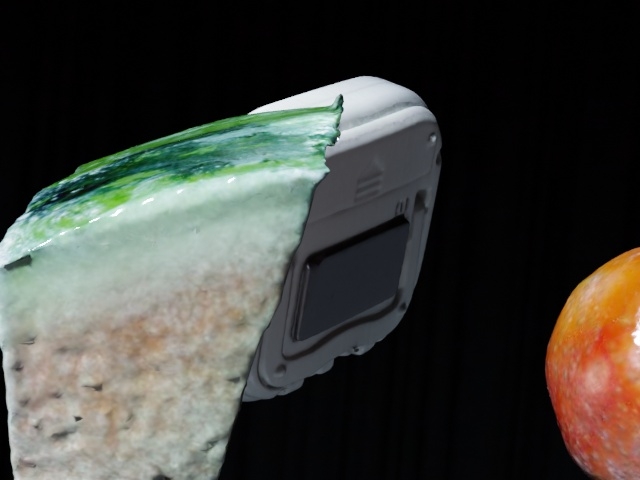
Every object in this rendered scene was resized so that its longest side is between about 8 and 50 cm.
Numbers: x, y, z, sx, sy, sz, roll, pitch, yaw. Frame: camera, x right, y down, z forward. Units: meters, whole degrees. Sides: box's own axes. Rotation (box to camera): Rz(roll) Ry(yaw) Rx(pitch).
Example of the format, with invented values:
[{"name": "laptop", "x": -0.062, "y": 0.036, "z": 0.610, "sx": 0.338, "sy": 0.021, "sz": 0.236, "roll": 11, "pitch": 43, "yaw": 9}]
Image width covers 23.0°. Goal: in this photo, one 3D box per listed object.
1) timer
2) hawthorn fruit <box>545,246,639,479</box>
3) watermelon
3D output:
[{"name": "timer", "x": 0.000, "y": 0.000, "z": 1.230, "sx": 0.087, "sy": 0.237, "sz": 0.262, "roll": 24, "pitch": 29, "yaw": 31}, {"name": "hawthorn fruit", "x": 0.233, "y": 0.084, "z": 1.019, "sx": 0.173, "sy": 0.173, "sz": 0.173, "roll": 5, "pitch": -2, "yaw": 0}, {"name": "watermelon", "x": -0.102, "y": 0.042, "z": 0.899, "sx": 0.151, "sy": 0.302, "sz": 0.264, "roll": 17, "pitch": 9, "yaw": -3}]
